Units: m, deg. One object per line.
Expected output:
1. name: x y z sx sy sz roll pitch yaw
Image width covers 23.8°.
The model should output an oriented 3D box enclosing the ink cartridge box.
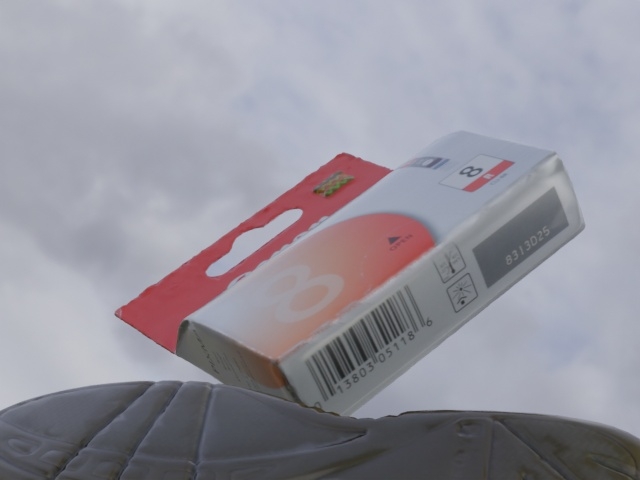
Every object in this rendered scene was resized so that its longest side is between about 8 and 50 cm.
1. ink cartridge box: 0.000 0.000 0.638 0.179 0.145 0.045 24 -35 53

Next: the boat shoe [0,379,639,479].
1. boat shoe: -0.006 0.093 0.467 0.223 0.080 0.073 2 -66 13
